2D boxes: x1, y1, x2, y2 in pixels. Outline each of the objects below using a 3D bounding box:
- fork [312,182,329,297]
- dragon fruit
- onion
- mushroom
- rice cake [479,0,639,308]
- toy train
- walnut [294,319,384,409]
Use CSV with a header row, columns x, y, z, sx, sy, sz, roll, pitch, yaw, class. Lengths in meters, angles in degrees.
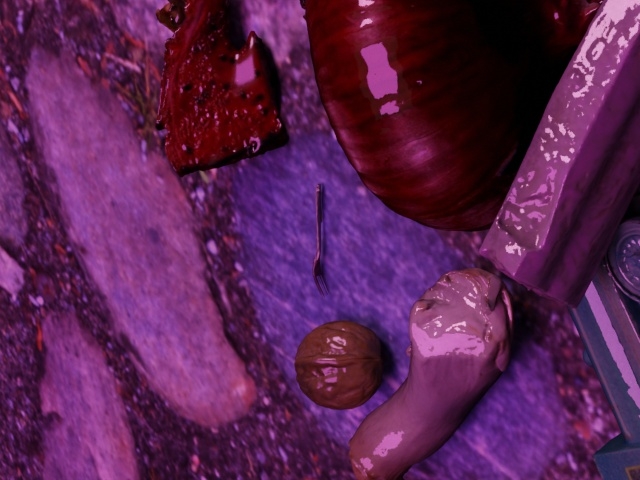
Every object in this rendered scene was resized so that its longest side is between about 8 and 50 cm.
x,y,z,sx,sy,sz,roll,pitch,yaw,class
-0.001,0.000,1.596,0.012,0.016,0.115,5,115,19,fork
-0.106,-0.156,1.563,0.122,0.092,0.192,20,123,36,dragon fruit
0.122,-0.147,1.235,0.285,0.273,0.273,-15,99,29,onion
0.101,0.128,1.502,0.099,0.096,0.278,46,139,20,mushroom
0.208,-0.094,1.180,0.050,0.106,0.298,33,99,38,rice cake
0.267,0.081,1.302,0.194,0.120,0.298,-21,94,52,toy train
0.018,0.118,1.589,0.092,0.092,0.092,21,123,36,walnut
